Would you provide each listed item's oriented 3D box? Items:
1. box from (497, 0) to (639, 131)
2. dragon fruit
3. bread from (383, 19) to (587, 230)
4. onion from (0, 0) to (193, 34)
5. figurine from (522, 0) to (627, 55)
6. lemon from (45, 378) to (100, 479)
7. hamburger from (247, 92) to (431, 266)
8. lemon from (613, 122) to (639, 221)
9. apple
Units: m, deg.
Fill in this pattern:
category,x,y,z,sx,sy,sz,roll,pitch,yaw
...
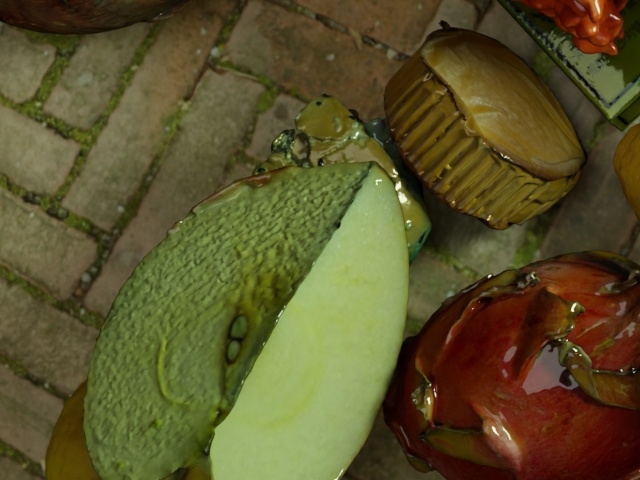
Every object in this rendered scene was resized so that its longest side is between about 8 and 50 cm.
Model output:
category,x,y,z,sx,sy,sz,roll,pitch,yaw
box,0.262,-0.231,1.571,0.141,0.064,0.220,-43,68,14
dragon fruit,0.202,0.126,1.470,0.315,0.250,0.250,-33,72,15
bread,0.149,-0.102,1.546,0.104,0.199,0.199,-47,68,33
onion,-0.257,-0.379,1.700,0.354,0.354,0.353,-3,83,24
figurine,0.279,-0.322,1.444,0.412,0.241,0.306,-11,71,-13
lemon,-0.146,0.214,1.595,0.234,0.288,0.233,4,107,15
hamburger,0.000,0.000,1.605,0.192,0.168,0.288,45,101,22
lemon,0.346,-0.054,1.474,0.187,0.142,0.142,31,97,34
apple,-0.056,0.090,1.433,0.254,0.179,0.346,30,72,-4
